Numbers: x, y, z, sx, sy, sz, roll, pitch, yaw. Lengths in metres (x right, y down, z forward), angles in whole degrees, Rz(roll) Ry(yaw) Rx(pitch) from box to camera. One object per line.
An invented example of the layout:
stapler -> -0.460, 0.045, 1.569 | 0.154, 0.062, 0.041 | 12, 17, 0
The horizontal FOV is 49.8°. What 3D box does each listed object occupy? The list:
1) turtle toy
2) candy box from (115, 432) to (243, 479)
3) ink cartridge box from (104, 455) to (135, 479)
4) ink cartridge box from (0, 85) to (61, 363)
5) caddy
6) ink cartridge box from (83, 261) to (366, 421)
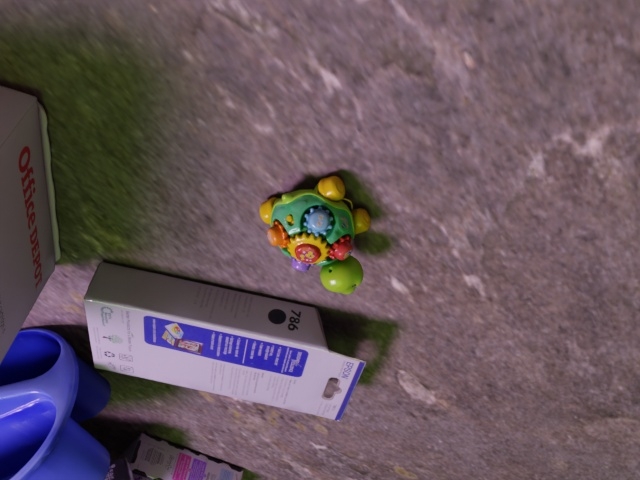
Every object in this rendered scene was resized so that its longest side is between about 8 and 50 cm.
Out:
turtle toy -> 0.000, 0.000, 0.681 | 0.095, 0.066, 0.130 | -19, 131, 29
candy box -> -0.260, 0.427, 1.212 | 0.196, 0.070, 0.165 | 26, 136, -16
ink cartridge box -> -0.434, 0.485, 1.107 | 0.303, 0.072, 0.307 | -16, 144, -20
ink cartridge box -> -0.391, 0.068, 0.601 | 0.160, 0.385, 0.279 | 17, 139, -3
caddy -> -0.444, 0.260, 0.913 | 0.341, 0.241, 0.179 | -25, 136, 9
ink cartridge box -> -0.116, 0.130, 0.855 | 0.332, 0.065, 0.165 | 14, 139, -2
